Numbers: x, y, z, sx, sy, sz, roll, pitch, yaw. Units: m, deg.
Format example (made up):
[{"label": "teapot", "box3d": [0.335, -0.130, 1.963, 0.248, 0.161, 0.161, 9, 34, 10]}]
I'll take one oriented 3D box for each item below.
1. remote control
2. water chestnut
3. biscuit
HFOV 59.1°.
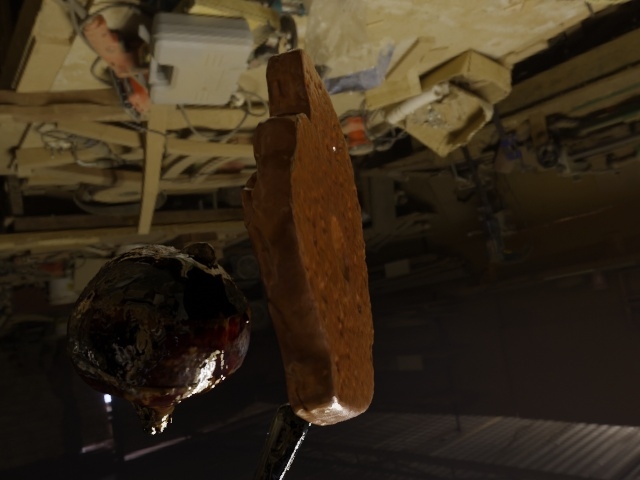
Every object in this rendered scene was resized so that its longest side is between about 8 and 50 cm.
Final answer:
[{"label": "remote control", "box3d": [-0.093, 0.404, 0.973, 0.066, 0.266, 0.090, 25, 175, 10]}, {"label": "water chestnut", "box3d": [-0.195, 0.117, 0.694, 0.223, 0.238, 0.224, 4, -168, -1]}, {"label": "biscuit", "box3d": [-0.001, 0.000, 0.680, 0.078, 0.455, 0.350, -14, 134, 16]}]
